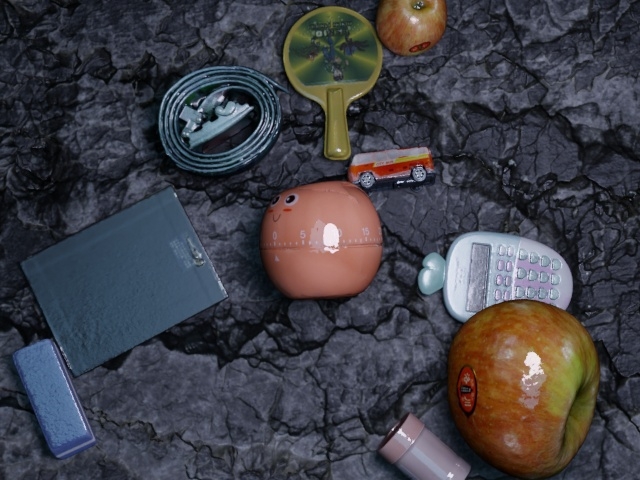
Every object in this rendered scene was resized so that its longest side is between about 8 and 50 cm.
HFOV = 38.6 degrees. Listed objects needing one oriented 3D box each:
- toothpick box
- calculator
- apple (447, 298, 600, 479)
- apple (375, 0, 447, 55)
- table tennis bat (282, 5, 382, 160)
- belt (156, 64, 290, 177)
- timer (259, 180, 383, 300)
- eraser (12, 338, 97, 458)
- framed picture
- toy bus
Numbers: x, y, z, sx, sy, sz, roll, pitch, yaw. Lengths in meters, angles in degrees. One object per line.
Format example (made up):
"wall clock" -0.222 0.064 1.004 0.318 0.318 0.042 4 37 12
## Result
"toothpick box" 0.190 0.403 1.688 0.149 0.098 0.098 41 85 5
"calculator" 0.335 0.077 1.755 0.299 0.041 0.185 5 83 -1
"apple" 0.351 0.258 1.627 0.250 0.277 0.309 13 78 35
"apple" 0.176 -0.438 1.773 0.146 0.131 0.146 1 79 -3
"table tennis bat" 0.027 -0.313 1.807 0.199 0.050 0.320 -2 79 -1
"belt" -0.180 -0.232 1.762 0.268 0.116 0.206 -21 86 1
"timer" 0.000 0.000 1.675 0.230 0.229 0.214 -3 84 0
"eraser" -0.507 0.302 1.741 0.082 0.036 0.225 -25 84 -2
"framed picture" -0.384 0.077 1.779 0.339 0.014 0.255 -28 84 -2
"toy bus" 0.134 -0.134 1.767 0.174 0.079 0.077 -6 75 1
